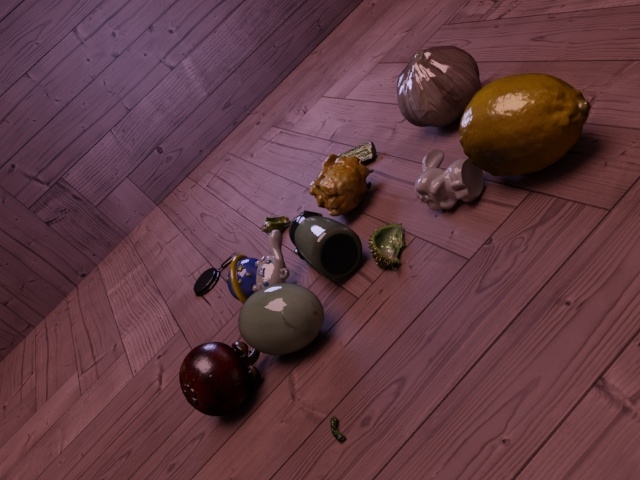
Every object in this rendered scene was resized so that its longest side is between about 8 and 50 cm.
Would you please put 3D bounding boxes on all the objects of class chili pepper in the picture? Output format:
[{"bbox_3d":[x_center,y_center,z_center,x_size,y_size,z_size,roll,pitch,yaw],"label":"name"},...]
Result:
[{"bbox_3d":[0.037,0.447,1.462,0.083,0.022,0.027,-121,46,-61],"label":"chili pepper"}]

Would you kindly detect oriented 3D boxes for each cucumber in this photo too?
[{"bbox_3d":[0.122,-0.305,2.368,0.211,0.062,0.078,-19,69,28],"label":"cucumber"}]

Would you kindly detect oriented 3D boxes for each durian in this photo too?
[{"bbox_3d":[0.191,0.021,1.801,0.100,0.086,0.215,-11,37,24],"label":"durian"}]

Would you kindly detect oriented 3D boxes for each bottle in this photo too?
[{"bbox_3d":[-0.001,0.002,1.987,0.168,0.168,0.347,-45,23,-5],"label":"bottle"}]

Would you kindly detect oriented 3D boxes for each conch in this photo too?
[{"bbox_3d":[-0.177,-0.064,2.390,0.121,0.074,0.089,-24,64,-11],"label":"conch"}]

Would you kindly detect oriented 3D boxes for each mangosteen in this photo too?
[{"bbox_3d":[-0.278,0.385,1.790,0.257,0.215,0.215,-24,11,-41],"label":"mangosteen"}]

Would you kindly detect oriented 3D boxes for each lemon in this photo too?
[{"bbox_3d":[0.526,-0.305,1.616,0.316,0.285,0.285,-32,29,23],"label":"lemon"}]

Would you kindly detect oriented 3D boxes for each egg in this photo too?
[{"bbox_3d":[-0.115,0.225,1.771,0.282,0.203,0.203,-14,39,40],"label":"egg"}]

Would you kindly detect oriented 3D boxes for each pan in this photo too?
[{"bbox_3d":[-0.430,0.129,2.500,0.235,0.028,0.136,-45,28,-5],"label":"pan"}]

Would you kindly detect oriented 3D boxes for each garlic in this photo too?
[{"bbox_3d":[0.392,-0.533,2.117,0.317,0.259,0.317,-27,34,20],"label":"garlic"}]

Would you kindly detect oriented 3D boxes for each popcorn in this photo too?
[{"bbox_3d":[0.072,-0.187,2.147,0.191,0.190,0.253,25,55,28],"label":"popcorn"}]

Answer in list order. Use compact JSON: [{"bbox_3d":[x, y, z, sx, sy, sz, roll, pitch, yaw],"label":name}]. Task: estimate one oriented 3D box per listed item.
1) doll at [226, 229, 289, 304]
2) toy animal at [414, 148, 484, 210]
[{"bbox_3d":[-0.193,0.157,2.065,0.242,0.159,0.311,-21,56,13],"label":"doll"},{"bbox_3d":[0.371,-0.177,1.784,0.193,0.127,0.178,-1,46,53],"label":"toy animal"}]
